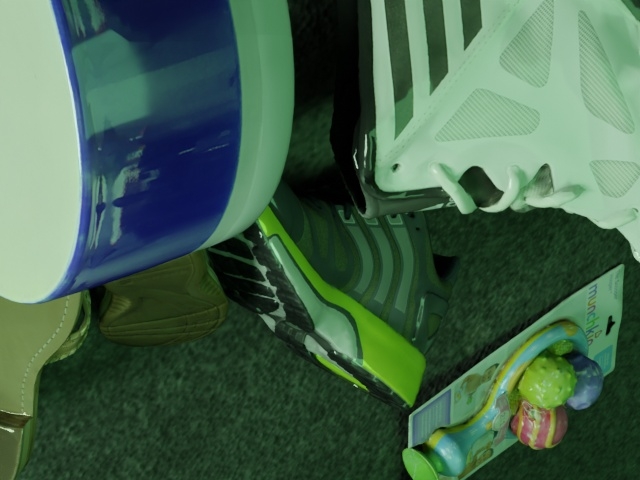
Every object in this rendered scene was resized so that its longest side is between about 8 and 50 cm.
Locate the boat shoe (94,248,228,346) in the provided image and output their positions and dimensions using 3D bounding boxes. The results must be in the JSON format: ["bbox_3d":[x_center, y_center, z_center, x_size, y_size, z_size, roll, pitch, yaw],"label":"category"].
[{"bbox_3d":[-0.100,0.005,1.165,0.080,0.073,0.223,-8,161,-2],"label":"boat shoe"}]

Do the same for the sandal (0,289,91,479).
[{"bbox_3d":[-0.175,0.042,1.162,0.079,0.088,0.240,-55,168,-50],"label":"sandal"}]

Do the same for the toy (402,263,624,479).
[{"bbox_3d":[0.173,0.134,1.602,0.237,0.056,0.137,-30,142,-23],"label":"toy"}]

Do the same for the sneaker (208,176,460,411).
[{"bbox_3d":[0.000,0.000,1.277,0.121,0.111,0.300,-61,147,-13],"label":"sneaker"}]

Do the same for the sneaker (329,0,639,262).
[{"bbox_3d":[0.157,-0.046,1.238,0.257,0.169,0.447,-32,107,1],"label":"sneaker"}]

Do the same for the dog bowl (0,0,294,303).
[{"bbox_3d":[-0.126,-0.109,0.883,0.104,0.265,0.265,-22,137,-29],"label":"dog bowl"}]
